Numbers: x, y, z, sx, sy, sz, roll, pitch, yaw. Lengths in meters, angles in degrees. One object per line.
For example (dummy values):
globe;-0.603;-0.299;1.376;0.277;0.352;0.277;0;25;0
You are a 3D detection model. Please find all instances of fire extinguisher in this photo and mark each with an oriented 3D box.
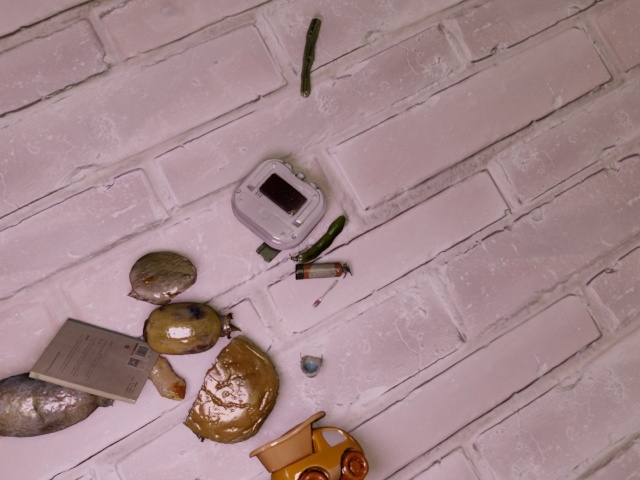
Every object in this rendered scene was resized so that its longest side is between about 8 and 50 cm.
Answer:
fire extinguisher;0.012;0.094;1.742;0.177;0.050;0.062;-2;122;-8

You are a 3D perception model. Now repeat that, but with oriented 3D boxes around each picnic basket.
picnic basket;-0.029;0.361;1.677;0.065;0.083;0.083;10;123;7

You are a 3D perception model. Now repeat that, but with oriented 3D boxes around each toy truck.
toy truck;-0.027;0.602;1.557;0.287;0.204;0.212;-17;71;-31

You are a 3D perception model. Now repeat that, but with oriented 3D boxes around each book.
book;-0.597;0.322;1.553;0.282;0.025;0.215;17;35;-2

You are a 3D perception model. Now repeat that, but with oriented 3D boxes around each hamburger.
hamburger;-0.235;0.438;1.606;0.211;0.132;0.309;30;76;0

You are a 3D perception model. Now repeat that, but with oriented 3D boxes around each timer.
timer;-0.125;-0.115;1.723;0.262;0.087;0.237;38;76;7

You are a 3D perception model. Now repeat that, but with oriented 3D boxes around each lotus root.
lotus root;-0.728;0.423;1.516;0.349;0.175;0.175;-7;82;-16
lotus root;-0.356;0.247;1.616;0.277;0.154;0.154;1;80;-15

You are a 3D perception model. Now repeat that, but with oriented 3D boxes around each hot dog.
hot dog;-0.436;0.395;1.617;0.078;0.061;0.169;-22;61;-42

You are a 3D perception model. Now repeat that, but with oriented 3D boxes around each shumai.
shumai;-0.450;0.128;1.632;0.201;0.120;0.201;3;36;-2

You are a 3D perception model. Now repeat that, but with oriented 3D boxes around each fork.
fork;0.015;0.163;1.751;0.016;0.012;0.115;44;73;-4

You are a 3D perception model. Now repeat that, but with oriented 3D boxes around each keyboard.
keyboard;-0.113;-0.016;1.758;0.195;0.018;0.060;-45;96;-13

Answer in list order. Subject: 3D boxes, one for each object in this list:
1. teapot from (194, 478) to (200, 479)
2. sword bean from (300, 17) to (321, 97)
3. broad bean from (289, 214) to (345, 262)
teapot;-0.225;0.778;1.541;0.318;0.149;0.220;9;73;-6
sword bean;-0.035;-0.589;1.854;0.043;0.038;0.270;4;79;18
broad bean;0.001;0.005;1.745;0.226;0.039;0.069;-38;124;-26
